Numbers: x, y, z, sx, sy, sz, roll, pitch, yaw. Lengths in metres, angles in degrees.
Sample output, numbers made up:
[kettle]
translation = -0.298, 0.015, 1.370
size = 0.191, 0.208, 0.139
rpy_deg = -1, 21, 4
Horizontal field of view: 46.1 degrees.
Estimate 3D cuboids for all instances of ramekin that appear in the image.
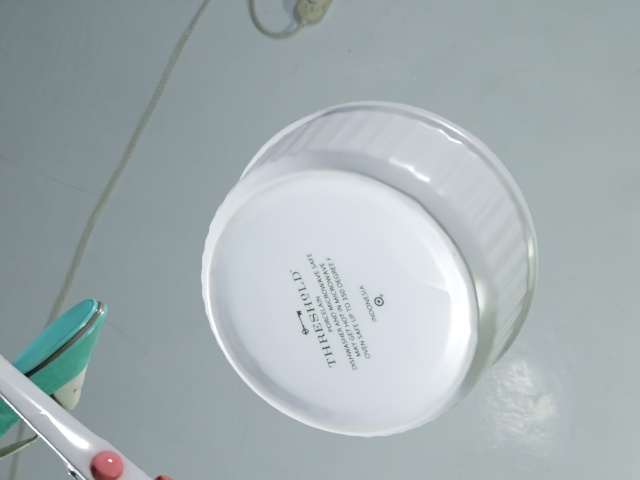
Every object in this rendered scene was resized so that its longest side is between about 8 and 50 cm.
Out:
[ramekin]
translation = 0.031, 0.030, 0.603
size = 0.272, 0.127, 0.273
rpy_deg = 6, 111, 18

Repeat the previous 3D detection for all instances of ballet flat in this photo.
[ballet flat]
translation = -0.316, 0.166, 0.812
size = 0.247, 0.083, 0.087
rpy_deg = -39, 115, -12

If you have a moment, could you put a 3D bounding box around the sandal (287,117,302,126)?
[sandal]
translation = -0.001, 0.002, 0.921
size = 0.120, 0.086, 0.303
rpy_deg = -36, 119, -44

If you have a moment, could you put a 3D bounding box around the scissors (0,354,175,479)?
[scissors]
translation = -0.089, 0.122, 0.343
size = 0.297, 0.109, 0.021
rpy_deg = 33, 126, -6
